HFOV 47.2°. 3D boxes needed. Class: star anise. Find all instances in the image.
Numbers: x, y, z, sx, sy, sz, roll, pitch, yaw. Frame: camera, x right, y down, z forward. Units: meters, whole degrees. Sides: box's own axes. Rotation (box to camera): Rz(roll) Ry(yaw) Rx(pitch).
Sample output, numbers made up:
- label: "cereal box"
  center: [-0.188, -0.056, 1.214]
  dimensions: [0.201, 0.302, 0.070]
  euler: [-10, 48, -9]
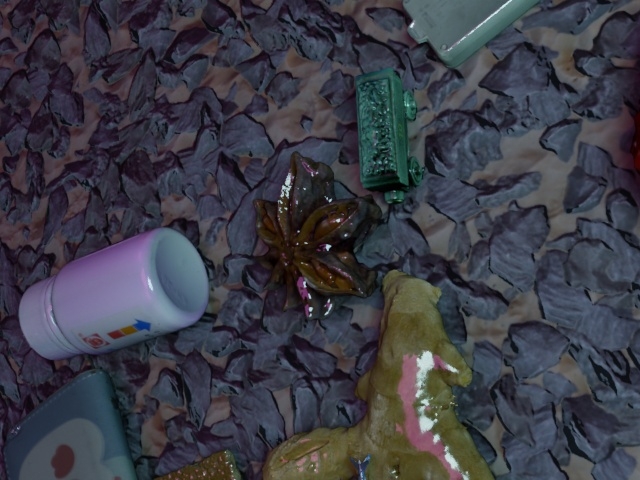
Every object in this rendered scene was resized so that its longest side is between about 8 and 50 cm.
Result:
- label: "star anise"
  center: [-0.002, -0.006, 0.958]
  dimensions: [0.214, 0.099, 0.219]
  euler: [-26, 66, 39]

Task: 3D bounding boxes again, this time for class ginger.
- label: "ginger"
  center: [0.118, 0.244, 0.847]
  dimensions: [0.363, 0.122, 0.348]
  euler: [31, 104, 38]

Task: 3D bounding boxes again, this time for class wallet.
- label: "wallet"
  center: [-0.354, 0.401, 1.071]
  dimensions: [0.252, 0.083, 0.360]
  euler: [-36, 59, 20]

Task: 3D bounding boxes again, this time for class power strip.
- label: "power strip"
  center: [0.230, -0.341, 0.935]
  dimensions: [0.270, 0.046, 0.118]
  euler: [-37, 64, 18]

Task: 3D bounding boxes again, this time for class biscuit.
- label: "biscuit"
  center: [-0.199, 0.393, 1.033]
  dimensions: [0.237, 0.026, 0.131]
  euler: [-29, 67, 22]

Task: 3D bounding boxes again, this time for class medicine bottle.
- label: "medicine bottle"
  center: [-0.303, 0.085, 1.072]
  dimensions: [0.255, 0.152, 0.151]
  euler: [-19, 73, 24]

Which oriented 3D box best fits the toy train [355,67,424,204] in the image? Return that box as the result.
- label: "toy train"
  center: [0.085, -0.135, 0.942]
  dimensions: [0.070, 0.099, 0.171]
  euler: [-8, 78, 26]

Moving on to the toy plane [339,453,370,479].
- label: "toy plane"
  center: [0.049, 0.284, 0.819]
  dimensions: [0.078, 0.024, 0.084]
  euler: [-13, 77, 51]

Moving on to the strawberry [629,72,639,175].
- label: "strawberry"
  center: [0.435, -0.129, 0.704]
  dimensions: [0.261, 0.261, 0.257]
  euler: [-3, 42, 27]
